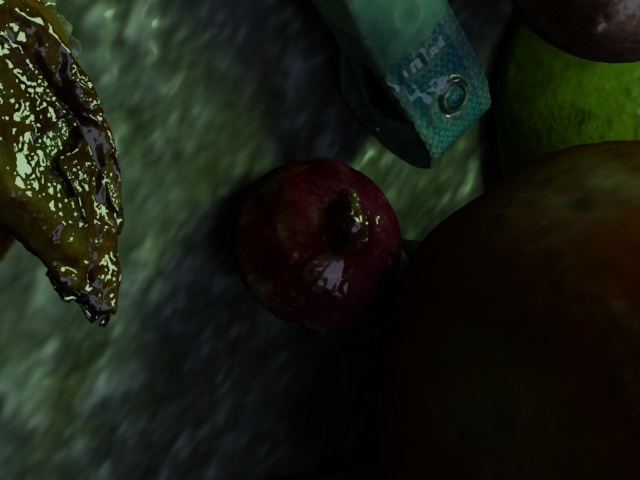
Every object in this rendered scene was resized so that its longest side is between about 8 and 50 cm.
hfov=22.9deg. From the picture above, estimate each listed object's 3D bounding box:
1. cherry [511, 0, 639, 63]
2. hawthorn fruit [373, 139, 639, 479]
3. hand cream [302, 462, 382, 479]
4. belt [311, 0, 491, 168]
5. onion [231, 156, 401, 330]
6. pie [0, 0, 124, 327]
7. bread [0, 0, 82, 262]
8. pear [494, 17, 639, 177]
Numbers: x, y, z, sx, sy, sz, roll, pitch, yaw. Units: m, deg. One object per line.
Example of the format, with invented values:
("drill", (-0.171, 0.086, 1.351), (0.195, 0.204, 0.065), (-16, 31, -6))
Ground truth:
("cherry", (0.189, -0.206, 0.986), (0.192, 0.175, 0.249), (81, 21, -45))
("hawthorn fruit", (0.203, 0.108, 1.006), (0.403, 0.403, 0.402), (-20, 119, -41))
("hand cream", (0.079, 0.197, 1.154), (0.312, 0.070, 0.111), (-6, 112, -37))
("belt", (0.015, -0.162, 0.917), (0.072, 0.087, 0.302), (-42, 132, -11))
("onion", (0.000, 0.000, 0.952), (0.107, 0.097, 0.107), (8, 67, -19))
("pie", (-0.129, -0.050, 0.673), (0.191, 0.033, 0.088), (57, 46, -42))
("bread", (-0.244, -0.069, 0.653), (0.288, 0.119, 0.152), (17, 89, -49))
("pear", (0.238, -0.108, 1.145), (0.239, 0.139, 0.288), (-18, 117, -32))
